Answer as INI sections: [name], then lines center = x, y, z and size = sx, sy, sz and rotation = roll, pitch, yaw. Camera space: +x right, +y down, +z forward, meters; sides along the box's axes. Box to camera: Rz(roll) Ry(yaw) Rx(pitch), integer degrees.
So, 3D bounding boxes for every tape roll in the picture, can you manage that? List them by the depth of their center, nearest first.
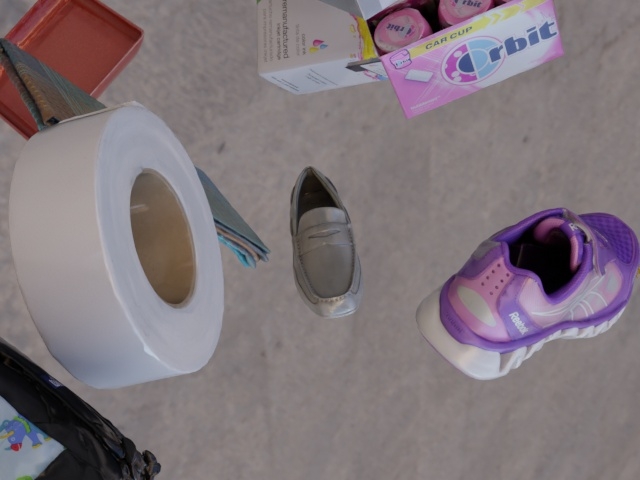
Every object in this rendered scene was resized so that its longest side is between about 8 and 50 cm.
[tape roll]
center = -0.202, 0.006, 1.190
size = 0.286, 0.100, 0.286
rotation = -13, 90, -73

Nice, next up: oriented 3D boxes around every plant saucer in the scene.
[plant saucer]
center = -0.440, -0.292, 1.930
size = 0.258, 0.259, 0.048
rotation = -50, 145, -6

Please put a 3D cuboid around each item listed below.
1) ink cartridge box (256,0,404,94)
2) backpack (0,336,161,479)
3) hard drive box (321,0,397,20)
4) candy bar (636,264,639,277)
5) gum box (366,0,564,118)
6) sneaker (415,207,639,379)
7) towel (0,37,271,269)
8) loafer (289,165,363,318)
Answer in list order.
[ink cartridge box]
center = 0.062, -0.319, 1.505
size = 0.117, 0.278, 0.202
rotation = 16, 71, -61
[backpack]
center = -0.353, 0.168, 1.021
size = 0.273, 0.355, 0.290
rotation = -42, 174, -8
[hard drive box]
center = 0.050, -0.332, 1.204
size = 0.181, 0.232, 0.089
rotation = -32, 121, -11
[candy bar]
center = 0.461, 0.015, 1.465
size = 0.161, 0.040, 0.018
rotation = -28, 135, -27
[gum box]
center = 0.153, -0.210, 1.173
size = 0.188, 0.062, 0.107
rotation = -22, 145, 7
[sneaker]
center = 0.178, 0.019, 0.859
size = 0.236, 0.095, 0.105
rotation = -21, 147, -43
[towel]
center = -0.247, -0.110, 1.499
size = 0.370, 0.271, 0.040
rotation = 34, 98, -38
[loafer]
center = 0.000, 0.000, 1.840
size = 0.112, 0.319, 0.112
rotation = -13, 127, -3
